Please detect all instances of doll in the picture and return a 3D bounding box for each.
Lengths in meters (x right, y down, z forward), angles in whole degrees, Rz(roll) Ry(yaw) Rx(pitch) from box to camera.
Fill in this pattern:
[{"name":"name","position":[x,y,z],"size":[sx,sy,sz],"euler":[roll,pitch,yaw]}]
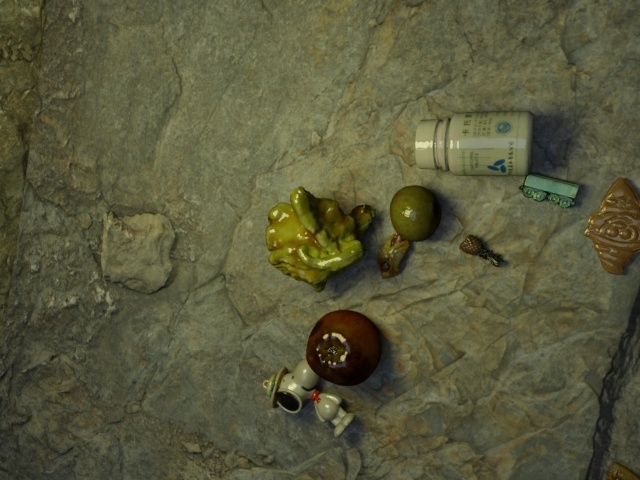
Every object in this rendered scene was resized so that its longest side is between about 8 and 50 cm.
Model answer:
[{"name":"doll","position":[-0.038,0.503,1.769],"size":[0.208,0.144,0.271],"euler":[-36,76,11]}]

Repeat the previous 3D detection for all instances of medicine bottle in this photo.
[{"name":"medicine bottle","position":[0.409,-0.255,1.514],"size":[0.293,0.170,0.170],"euler":[3,96,23]}]

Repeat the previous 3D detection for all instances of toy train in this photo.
[{"name":"toy train","position":[0.606,-0.133,1.516],"size":[0.148,0.038,0.071],"euler":[18,98,20]}]

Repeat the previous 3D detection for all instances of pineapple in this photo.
[{"name":"pineapple","position":[0.449,0.037,1.586],"size":[0.124,0.058,0.058],"euler":[38,107,10]}]

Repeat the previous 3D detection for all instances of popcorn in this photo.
[{"name":"popcorn","position":[-0.008,0.003,1.622],"size":[0.325,0.321,0.290],"euler":[35,107,35]}]

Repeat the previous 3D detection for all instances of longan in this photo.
[{"name":"longan","position":[0.259,-0.074,1.611],"size":[0.176,0.145,0.155],"euler":[-24,42,58]}]

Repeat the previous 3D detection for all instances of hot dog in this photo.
[{"name":"hot dog","position":[0.209,0.042,1.675],"size":[0.078,0.061,0.169],"euler":[27,103,19]}]

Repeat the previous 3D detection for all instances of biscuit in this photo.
[{"name":"biscuit","position":[0.766,-0.036,1.467],"size":[0.162,0.035,0.250],"euler":[2,94,17]}]

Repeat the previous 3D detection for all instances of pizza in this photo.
[{"name":"pizza","position":[0.818,0.707,1.492],"size":[0.127,0.058,0.246],"euler":[-5,90,22]}]

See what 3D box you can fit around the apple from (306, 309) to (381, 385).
[{"name":"apple","position":[0.068,0.317,1.675],"size":[0.230,0.230,0.230],"euler":[2,95,21]}]
